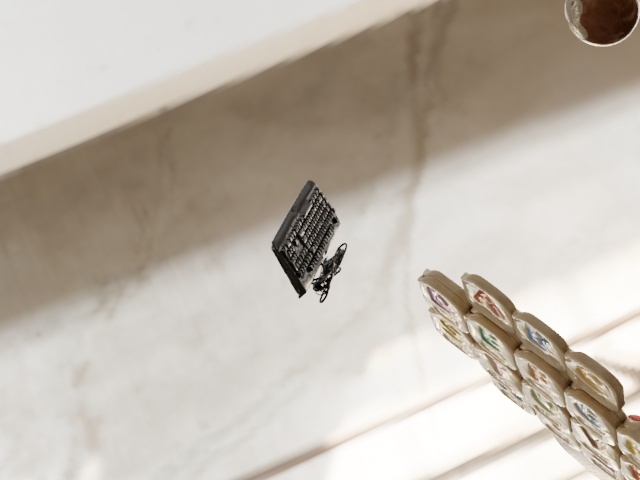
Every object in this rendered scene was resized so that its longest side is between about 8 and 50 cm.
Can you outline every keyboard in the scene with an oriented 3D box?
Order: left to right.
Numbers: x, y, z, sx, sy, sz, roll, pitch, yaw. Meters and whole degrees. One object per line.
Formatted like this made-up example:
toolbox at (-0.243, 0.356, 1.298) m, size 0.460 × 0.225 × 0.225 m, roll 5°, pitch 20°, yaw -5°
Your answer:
keyboard at (0.000, 0.000, 2.058) m, size 0.038 × 0.100 × 0.192 m, roll -23°, pitch 18°, yaw 23°

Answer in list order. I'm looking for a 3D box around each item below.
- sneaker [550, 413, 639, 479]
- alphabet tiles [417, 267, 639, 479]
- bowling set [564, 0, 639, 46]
sneaker at (0.362, 0.205, 1.794) m, size 0.145 × 0.270 × 0.090 m, roll -54°, pitch 9°, yaw -10°
alphabet tiles at (0.203, 0.132, 1.590) m, size 0.021 × 0.284 × 0.278 m, roll -47°, pitch -25°, yaw -12°
bowling set at (0.269, -0.125, 1.218) m, size 0.200 × 0.154 × 0.287 m, roll -9°, pitch -53°, yaw 17°
